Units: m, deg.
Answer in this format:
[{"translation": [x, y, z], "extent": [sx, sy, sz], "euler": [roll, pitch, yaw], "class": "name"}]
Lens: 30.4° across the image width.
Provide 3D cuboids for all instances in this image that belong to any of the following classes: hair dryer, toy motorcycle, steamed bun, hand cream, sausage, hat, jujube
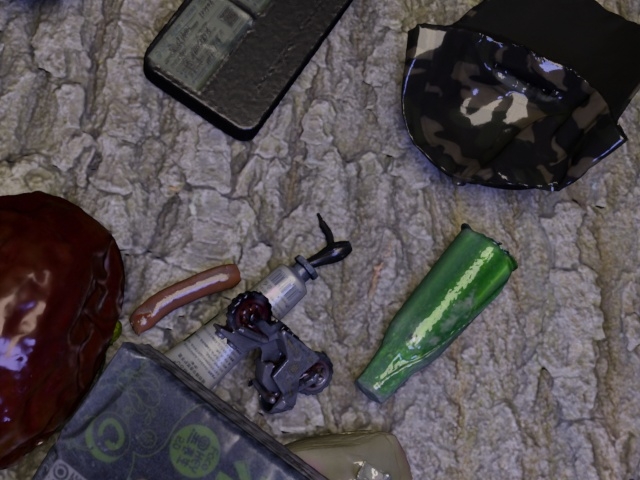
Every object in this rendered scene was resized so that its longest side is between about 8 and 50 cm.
[{"translation": [0.000, 0.000, 1.777], "extent": [0.079, 0.031, 0.083], "euler": [-22, 67, -4], "class": "hair dryer"}, {"translation": [-0.075, 0.165, 1.672], "extent": [0.122, 0.080, 0.215], "euler": [-49, 123, -8], "class": "toy motorcycle"}, {"translation": [0.018, 0.351, 1.628], "extent": [0.239, 0.152, 0.170], "euler": [-9, 78, -13], "class": "steamed bun"}, {"translation": [-0.119, 0.126, 1.713], "extent": [0.276, 0.059, 0.095], "euler": [-41, 87, -9], "class": "hand cream"}, {"translation": [-0.197, 0.082, 1.715], "extent": [0.177, 0.040, 0.047], "euler": [-25, 88, -13], "class": "sausage"}, {"translation": [0.338, -0.242, 1.838], "extent": [0.366, 0.257, 0.382], "euler": [38, 38, 17], "class": "hat"}, {"translation": [-0.420, 0.125, 1.561], "extent": [0.276, 0.276, 0.377], "euler": [25, 70, -2], "class": "jujube"}]

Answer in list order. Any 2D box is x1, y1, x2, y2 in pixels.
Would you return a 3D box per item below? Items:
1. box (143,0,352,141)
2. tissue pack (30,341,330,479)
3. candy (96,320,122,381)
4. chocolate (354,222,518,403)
[{"translation": [-0.100, -0.342, 1.821], "extent": [0.211, 0.058, 0.350], "euler": [34, 75, 2], "class": "box"}, {"translation": [-0.172, 0.357, 1.536], "extent": [0.394, 0.124, 0.288], "euler": [35, 94, 15], "class": "tissue pack"}, {"translation": [-0.312, 0.169, 1.688], "extent": [0.035, 0.035, 0.123], "euler": [10, 85, 4], "class": "candy"}, {"translation": [0.163, 0.117, 1.735], "extent": [0.110, 0.110, 0.291], "euler": [41, 78, 2], "class": "chocolate"}]
